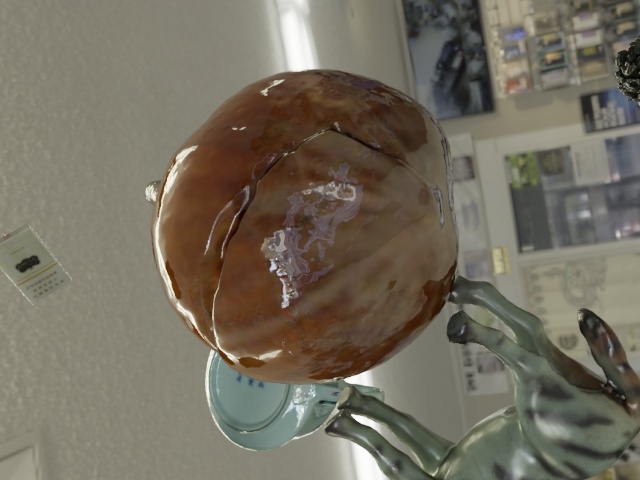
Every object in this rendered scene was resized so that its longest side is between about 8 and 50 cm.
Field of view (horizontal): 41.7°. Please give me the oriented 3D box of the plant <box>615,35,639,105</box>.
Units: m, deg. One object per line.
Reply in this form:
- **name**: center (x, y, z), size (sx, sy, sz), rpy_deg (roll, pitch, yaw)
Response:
- **plant**: center (0.448, -0.213, 1.104), size (0.143, 0.094, 0.092), rpy_deg (32, -127, -35)

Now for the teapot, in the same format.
- **teapot**: center (-0.035, 0.161, 0.971), size (0.159, 0.232, 0.158), rpy_deg (-12, -75, -51)

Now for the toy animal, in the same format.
- **toy animal**: center (0.084, 0.141, 0.532), size (0.090, 0.170, 0.255), rpy_deg (-64, -3, -63)

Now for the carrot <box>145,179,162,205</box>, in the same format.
- **carrot**: center (-0.229, -0.071, 1.341), size (0.342, 0.070, 0.070), rpy_deg (16, 123, 62)

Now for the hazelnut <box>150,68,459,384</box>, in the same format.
- **hazelnut**: center (0.000, 0.000, 0.467), size (0.182, 0.182, 0.182), rpy_deg (-9, -90, -73)

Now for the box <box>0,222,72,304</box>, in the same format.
- **box**: center (-0.552, 0.046, 1.599), size (0.024, 0.090, 0.166), rpy_deg (53, 170, 43)
